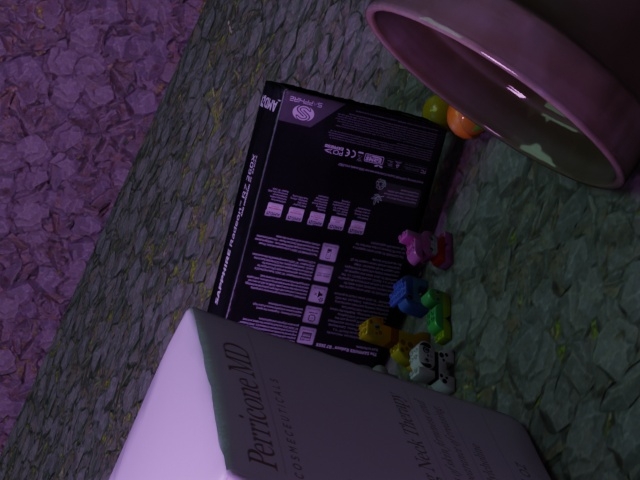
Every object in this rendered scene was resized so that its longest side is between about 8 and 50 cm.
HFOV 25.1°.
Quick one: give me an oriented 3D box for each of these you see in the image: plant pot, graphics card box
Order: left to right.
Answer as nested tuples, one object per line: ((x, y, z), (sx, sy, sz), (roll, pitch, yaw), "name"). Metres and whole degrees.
((0.000, 0.000, 1.838), (0.094, 0.233, 0.371), (-140, 63, -67), "graphics card box")
((0.254, -0.254, 1.481), (0.280, 0.323, 0.323), (-54, 22, -4), "plant pot")

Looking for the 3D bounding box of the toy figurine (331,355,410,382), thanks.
((0.034, 0.253, 1.722), (0.209, 0.148, 0.213), (-65, 23, 13), "toy figurine")

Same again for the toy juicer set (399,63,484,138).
((0.183, -0.252, 1.889), (0.329, 0.089, 0.209), (-117, 32, -56), "toy juicer set")

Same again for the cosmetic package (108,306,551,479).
((0.002, 0.325, 1.385), (0.327, 0.394, 0.329), (-64, 19, 17), "cosmetic package")

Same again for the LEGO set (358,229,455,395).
((0.102, 0.091, 1.765), (0.087, 0.093, 0.227), (-46, 33, 46), "LEGO set")
